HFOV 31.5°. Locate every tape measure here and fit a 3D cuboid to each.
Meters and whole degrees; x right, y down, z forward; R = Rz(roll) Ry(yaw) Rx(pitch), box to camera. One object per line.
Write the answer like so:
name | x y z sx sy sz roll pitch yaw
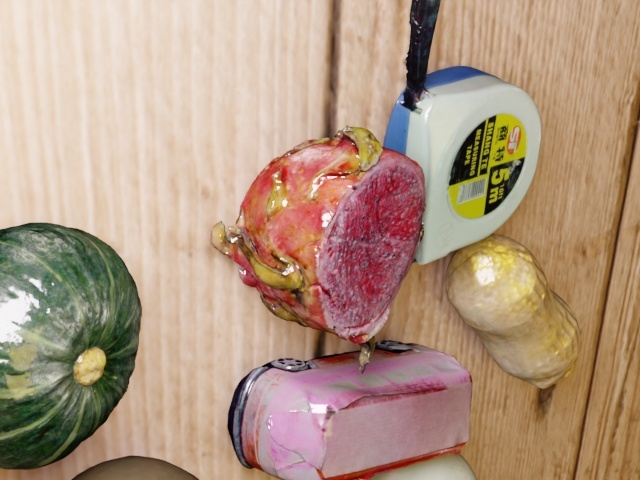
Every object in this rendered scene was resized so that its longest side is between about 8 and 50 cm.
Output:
tape measure | 0.157 -0.153 1.275 0.215 0.098 0.351 -20 128 -36

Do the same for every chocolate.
chocolate | 0.260 0.094 1.506 0.134 0.134 0.309 -52 135 -10

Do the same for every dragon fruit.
dragon fruit | 0.000 0.000 1.187 0.211 0.147 0.282 -35 137 -40

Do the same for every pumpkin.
pumpkin | -0.246 0.088 0.963 0.211 0.152 0.212 -18 111 -54

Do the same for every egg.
egg | 0.120 0.327 1.473 0.209 0.151 0.151 29 90 -48

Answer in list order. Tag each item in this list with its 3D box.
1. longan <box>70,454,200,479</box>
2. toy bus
longan | -0.182 0.347 1.117 0.258 0.258 0.258 -24 128 -35
toy bus | 0.045 0.200 1.329 0.302 0.147 0.128 -4 104 -46
